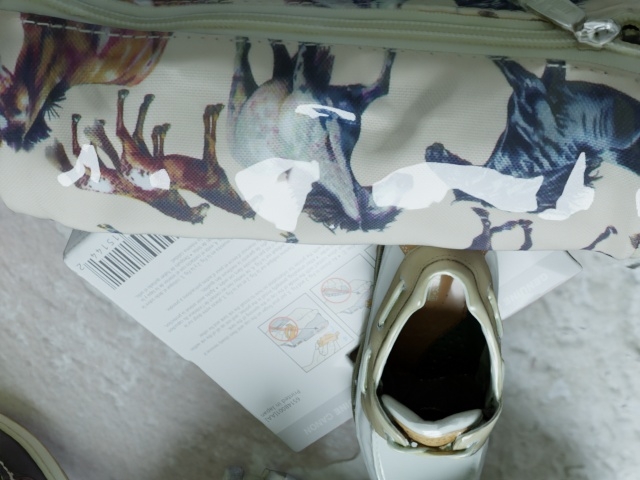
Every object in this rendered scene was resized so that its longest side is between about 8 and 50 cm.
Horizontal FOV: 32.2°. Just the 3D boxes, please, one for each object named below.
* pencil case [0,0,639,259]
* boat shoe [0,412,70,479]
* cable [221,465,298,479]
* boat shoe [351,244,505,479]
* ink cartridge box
[{"bbox_3d":[-0.003,-0.084,0.652,0.410,0.160,0.184,4,139,2],"label":"pencil case"},{"bbox_3d":[-0.256,0.260,0.950,0.285,0.092,0.103,47,123,19],"label":"boat shoe"},{"bbox_3d":[-0.022,0.348,0.949,0.257,0.089,0.257,28,113,6],"label":"cable"},{"bbox_3d":[0.075,0.108,0.805,0.113,0.103,0.302,-1,123,5],"label":"boat shoe"},{"bbox_3d":[0.000,0.000,0.841,0.296,0.066,0.261,-36,114,24],"label":"ink cartridge box"}]
